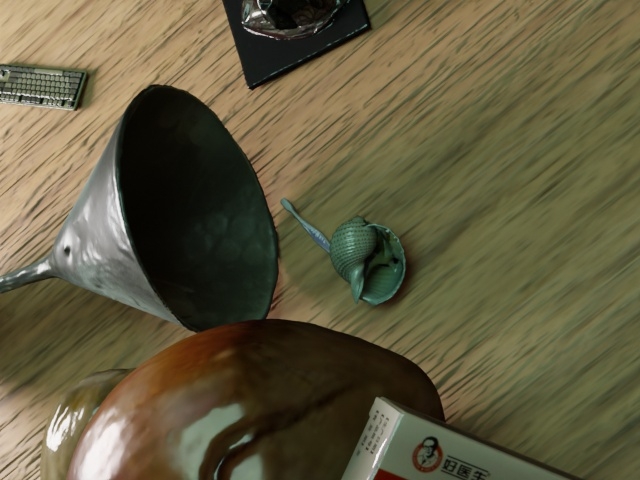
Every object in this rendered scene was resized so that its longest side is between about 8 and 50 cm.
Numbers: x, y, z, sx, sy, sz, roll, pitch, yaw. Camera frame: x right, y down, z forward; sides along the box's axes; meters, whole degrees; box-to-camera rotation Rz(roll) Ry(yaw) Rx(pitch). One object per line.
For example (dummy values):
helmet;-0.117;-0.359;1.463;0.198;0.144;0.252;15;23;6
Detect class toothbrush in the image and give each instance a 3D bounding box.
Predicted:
toothbrush;0.000;0.000;1.906;0.131;0.013;0.011;48;109;29

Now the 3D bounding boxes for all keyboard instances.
keyboard;-0.323;-0.174;2.130;0.129;0.015;0.049;8;79;30

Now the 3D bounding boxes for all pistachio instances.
pistachio;-0.223;0.210;1.914;0.185;0.126;0.108;-60;17;6

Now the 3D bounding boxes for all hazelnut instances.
hazelnut;-0.046;0.240;1.683;0.372;0.315;0.372;4;106;15

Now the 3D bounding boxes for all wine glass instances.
wine glass;-0.278;0.031;1.914;0.406;0.267;0.267;-20;66;27

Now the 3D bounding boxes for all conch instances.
conch;0.048;0.017;1.851;0.076;0.056;0.085;-6;103;11

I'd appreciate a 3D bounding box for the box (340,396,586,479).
box;0.160;0.290;1.550;0.214;0.353;0.069;-66;23;1

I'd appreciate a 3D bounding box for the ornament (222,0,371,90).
ornament;-0.064;-0.281;1.920;0.166;0.196;0.153;-26;65;18
